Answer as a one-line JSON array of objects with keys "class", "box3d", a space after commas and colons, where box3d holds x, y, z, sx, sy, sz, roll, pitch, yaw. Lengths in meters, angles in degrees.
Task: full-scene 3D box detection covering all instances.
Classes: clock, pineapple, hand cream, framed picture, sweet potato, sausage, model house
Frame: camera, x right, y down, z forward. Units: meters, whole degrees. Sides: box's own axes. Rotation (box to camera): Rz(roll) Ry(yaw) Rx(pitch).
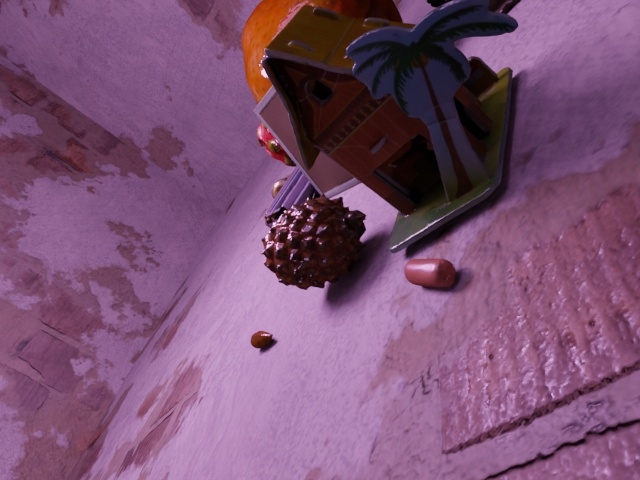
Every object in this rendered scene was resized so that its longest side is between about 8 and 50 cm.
[{"class": "clock", "box3d": [-0.054, -0.135, 1.458, 0.253, 0.083, 0.186, -58, 15, -16]}, {"class": "pineapple", "box3d": [0.000, 0.000, 0.875, 0.193, 0.166, 0.166, -31, 25, 31]}, {"class": "hand cream", "box3d": [-0.116, -0.190, 1.789, 0.084, 0.084, 0.203, -49, 11, 17]}, {"class": "framed picture", "box3d": [-0.030, -0.235, 1.225, 0.018, 0.293, 0.231, -44, 11, -22]}, {"class": "sweet potato", "box3d": [-0.118, 0.195, 1.024, 0.095, 0.034, 0.034, -34, 25, 59]}, {"class": "sausage", "box3d": [0.130, 0.038, 0.618, 0.034, 0.034, 0.083, -57, 16, -13]}, {"class": "model house", "box3d": [0.117, -0.231, 0.687, 0.340, 0.323, 0.301, -38, 23, 46]}]

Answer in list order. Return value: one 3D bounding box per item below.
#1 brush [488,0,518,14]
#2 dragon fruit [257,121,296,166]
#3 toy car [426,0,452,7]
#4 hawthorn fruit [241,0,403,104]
[{"class": "brush", "box3d": [0.400, -0.526, 0.977, 0.301, 0.071, 0.084, -40, 32, 42]}, {"class": "dragon fruit", "box3d": [-0.084, -0.373, 1.773, 0.237, 0.231, 0.302, -52, -26, 4]}, {"class": "toy car", "box3d": [0.284, -0.748, 1.299, 0.240, 0.340, 0.272, -93, 18, -58]}, {"class": "hawthorn fruit", "box3d": [0.027, -0.466, 1.350, 0.472, 0.471, 0.472, -49, 16, 19]}]
